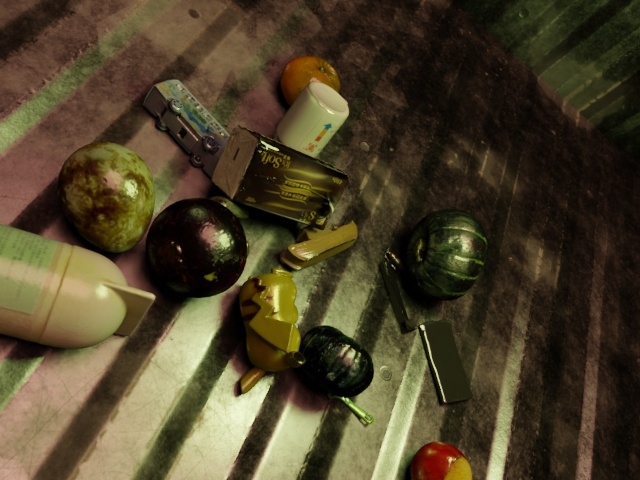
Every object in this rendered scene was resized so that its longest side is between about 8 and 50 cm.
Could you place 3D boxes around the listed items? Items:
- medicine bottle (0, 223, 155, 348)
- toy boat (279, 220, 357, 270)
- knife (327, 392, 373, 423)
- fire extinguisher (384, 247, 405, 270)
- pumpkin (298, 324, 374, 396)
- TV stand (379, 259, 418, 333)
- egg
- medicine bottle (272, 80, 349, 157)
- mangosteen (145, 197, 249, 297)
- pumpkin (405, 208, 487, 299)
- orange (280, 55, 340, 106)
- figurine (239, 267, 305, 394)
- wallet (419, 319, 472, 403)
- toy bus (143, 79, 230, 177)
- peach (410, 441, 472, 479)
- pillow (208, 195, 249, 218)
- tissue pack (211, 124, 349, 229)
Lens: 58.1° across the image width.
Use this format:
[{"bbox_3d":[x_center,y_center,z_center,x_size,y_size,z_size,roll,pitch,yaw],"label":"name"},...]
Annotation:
[{"bbox_3d":[-0.608,0.122,1.327,0.406,0.235,0.236,20,56,-23],"label":"medicine bottle"},{"bbox_3d":[0.000,0.000,1.893,0.321,0.089,0.121,-24,64,-40],"label":"toy boat"},{"bbox_3d":[0.095,0.487,1.725,0.166,0.022,0.078,43,56,-4],"label":"knife"},{"bbox_3d":[0.258,0.073,2.064,0.046,0.032,0.100,-42,92,-6],"label":"fire extinguisher"},{"bbox_3d":[0.045,0.345,1.642,0.233,0.233,0.163,39,77,-9],"label":"pumpkin"},{"bbox_3d":[0.269,0.190,1.988,0.048,0.040,0.257,-7,69,-28],"label":"TV stand"},{"bbox_3d":[-0.550,-0.111,1.497,0.238,0.238,0.290,-10,94,-37],"label":"egg"},{"bbox_3d":[-0.050,-0.365,1.907,0.170,0.293,0.170,26,36,-21],"label":"medicine bottle"},{"bbox_3d":[-0.323,0.019,1.560,0.288,0.288,0.288,16,58,-26],"label":"mangosteen"},{"bbox_3d":[0.437,0.047,2.000,0.241,0.323,0.323,20,55,-13],"label":"pumpkin"},{"bbox_3d":[-0.033,-0.573,2.129,0.240,0.171,0.240,15,59,-27],"label":"orange"},{"bbox_3d":[-0.132,0.240,1.605,0.169,0.218,0.327,14,59,-55],"label":"figurine"},{"bbox_3d":[0.430,0.413,1.985,0.146,0.030,0.285,0,64,-30],"label":"wallet"},{"bbox_3d":[-0.398,-0.353,1.818,0.330,0.109,0.136,48,40,-4],"label":"toy bus"},{"bbox_3d":[0.358,0.685,1.682,0.190,0.192,0.190,8,64,-17],"label":"peach"},{"bbox_3d":[-0.279,-0.100,1.716,0.093,0.241,0.051,17,90,9],"label":"pillow"},{"bbox_3d":[-0.125,-0.195,1.767,0.370,0.210,0.198,16,20,-38],"label":"tissue pack"}]
